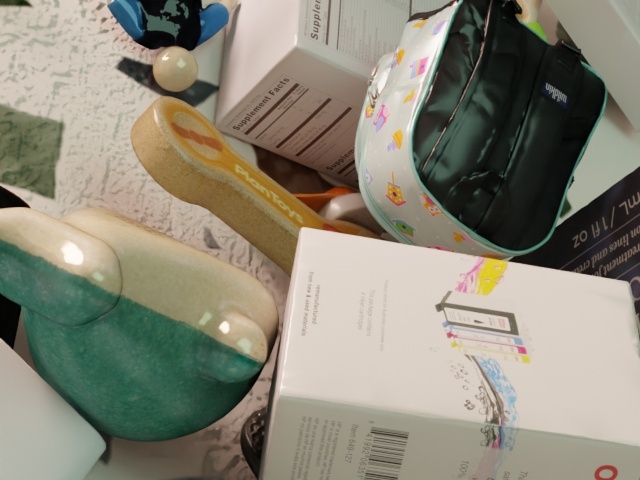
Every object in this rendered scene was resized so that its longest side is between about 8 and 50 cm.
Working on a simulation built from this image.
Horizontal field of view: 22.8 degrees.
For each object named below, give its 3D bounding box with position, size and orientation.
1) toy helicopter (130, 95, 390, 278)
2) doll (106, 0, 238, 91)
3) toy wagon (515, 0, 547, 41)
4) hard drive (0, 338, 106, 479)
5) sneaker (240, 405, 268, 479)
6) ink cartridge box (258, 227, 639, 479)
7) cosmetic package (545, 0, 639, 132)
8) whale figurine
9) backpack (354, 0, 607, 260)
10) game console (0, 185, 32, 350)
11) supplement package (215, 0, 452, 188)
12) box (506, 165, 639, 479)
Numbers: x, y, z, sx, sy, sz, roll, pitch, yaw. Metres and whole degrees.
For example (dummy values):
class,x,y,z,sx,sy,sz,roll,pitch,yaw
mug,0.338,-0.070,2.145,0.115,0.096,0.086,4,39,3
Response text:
class,x,y,z,sx,sy,sz,roll,pitch,yaw
toy helicopter,0.000,0.000,1.228,0.355,0.140,0.235,38,26,-24
doll,-0.129,-0.210,1.330,0.129,0.046,0.189,6,60,-32
toy wagon,0.067,-0.283,1.506,0.344,0.068,0.267,-9,69,-39
hard drive,-0.280,0.161,0.936,0.203,0.040,0.307,46,44,-11
sneaker,0.028,0.218,1.167,0.227,0.130,0.087,31,48,21
ink cartridge box,0.082,0.121,1.058,0.232,0.171,0.168,9,39,-2
cosmetic package,0.282,-0.230,1.586,0.239,0.060,0.099,50,33,-24
whale figurine,-0.139,0.056,1.039,0.216,0.272,0.141,24,88,18
backpack,0.109,-0.072,1.201,0.166,0.144,0.188,34,55,-26
game console,-0.361,0.074,0.988,0.342,0.060,0.387,26,51,-29
supplement package,0.050,-0.136,1.355,0.244,0.134,0.139,22,52,-25
box,0.310,0.163,1.254,0.212,0.293,0.396,8,58,-32
